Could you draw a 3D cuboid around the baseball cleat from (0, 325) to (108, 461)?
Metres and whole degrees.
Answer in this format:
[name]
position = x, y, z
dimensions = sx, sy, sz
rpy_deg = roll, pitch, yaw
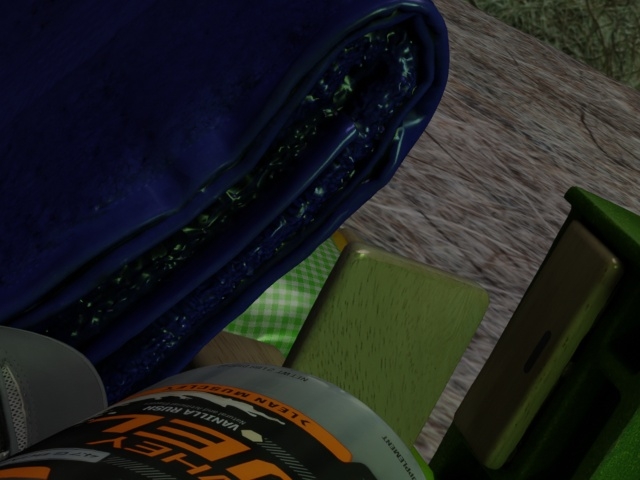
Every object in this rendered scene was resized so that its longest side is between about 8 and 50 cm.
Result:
[baseball cleat]
position = -0.113, 0.058, 0.471
dimensions = 0.206, 0.109, 0.072
rpy_deg = -13, 85, -51

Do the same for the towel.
[towel]
position = -0.086, -0.054, 0.707
dimensions = 0.076, 0.228, 0.308
rpy_deg = 51, 2, -33

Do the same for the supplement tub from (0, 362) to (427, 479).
[supplement tub]
position = -0.045, 0.102, 0.437
dimensions = 0.117, 0.117, 0.190
rpy_deg = 32, 16, 12

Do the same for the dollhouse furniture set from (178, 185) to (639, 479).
[dollhouse furniture set]
position = 0.000, 0.000, 0.764
dimensions = 0.197, 0.151, 0.301
rpy_deg = 18, 18, -31
